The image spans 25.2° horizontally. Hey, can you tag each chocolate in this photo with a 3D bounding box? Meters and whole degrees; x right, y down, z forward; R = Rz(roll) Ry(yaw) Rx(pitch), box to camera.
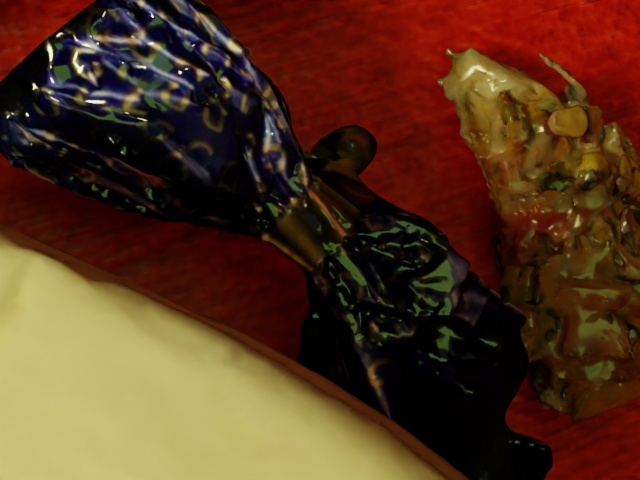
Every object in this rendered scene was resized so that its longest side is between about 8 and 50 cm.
[{"bbox_3d":[0.002,0.004,0.719,0.343,0.126,0.148,42,53,-8],"label":"chocolate"}]

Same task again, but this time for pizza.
[{"bbox_3d":[0.157,-0.013,0.821,0.147,0.069,0.226,-5,78,-22],"label":"pizza"}]

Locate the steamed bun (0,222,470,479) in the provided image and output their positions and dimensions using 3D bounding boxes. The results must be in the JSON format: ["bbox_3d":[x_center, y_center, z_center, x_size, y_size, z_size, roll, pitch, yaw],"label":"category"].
[{"bbox_3d":[-0.136,0.214,0.497,0.456,0.290,0.371,30,65,12],"label":"steamed bun"}]
